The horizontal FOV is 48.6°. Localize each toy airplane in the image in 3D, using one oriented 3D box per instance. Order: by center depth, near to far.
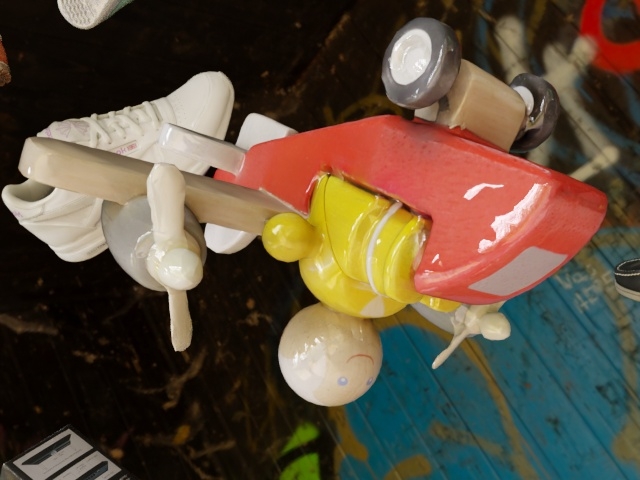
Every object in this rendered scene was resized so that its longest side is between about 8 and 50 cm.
[{"bbox_3d":[0.000,0.000,0.609,0.386,0.272,0.384,6,-7,5],"label":"toy airplane"}]

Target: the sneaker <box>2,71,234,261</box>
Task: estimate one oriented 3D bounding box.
[{"bbox_3d":[-0.234,-0.103,0.837,0.305,0.114,0.152,-41,-45,2],"label":"sneaker"}]

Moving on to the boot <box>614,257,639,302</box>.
[{"bbox_3d":[0.378,-0.027,0.726,0.085,0.178,0.236,-25,5,-20],"label":"boot"}]

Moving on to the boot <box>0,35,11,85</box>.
[{"bbox_3d":[-0.531,-0.257,1.019,0.158,0.084,0.059,-11,-16,-10],"label":"boot"}]

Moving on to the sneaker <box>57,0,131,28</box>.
[{"bbox_3d":[-0.250,-0.408,0.983,0.256,0.151,0.094,-26,-61,31],"label":"sneaker"}]

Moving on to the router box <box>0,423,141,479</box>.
[{"bbox_3d":[-0.204,0.363,0.652,0.081,0.243,0.308,-28,-36,-60],"label":"router box"}]
